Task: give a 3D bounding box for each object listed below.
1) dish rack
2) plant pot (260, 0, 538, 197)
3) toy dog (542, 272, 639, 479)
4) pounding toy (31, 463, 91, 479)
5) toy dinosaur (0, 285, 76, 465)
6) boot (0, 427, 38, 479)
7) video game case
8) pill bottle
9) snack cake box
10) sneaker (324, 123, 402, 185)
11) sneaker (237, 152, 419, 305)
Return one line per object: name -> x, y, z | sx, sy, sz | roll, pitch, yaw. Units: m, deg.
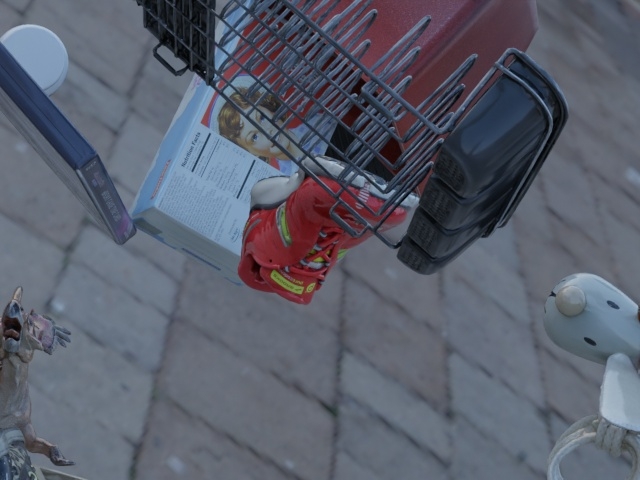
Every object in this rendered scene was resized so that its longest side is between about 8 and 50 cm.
dish rack -> -0.002, -0.101, 0.872 | 0.271, 0.074, 0.208 | 41, -18, 9
plant pot -> 0.092, -0.255, 1.710 | 0.267, 0.236, 0.267 | 46, -6, 23
toy dog -> 0.313, 0.109, 1.239 | 0.161, 0.334, 0.220 | 39, 59, -55
pounding toy -> -0.320, 0.335, 1.843 | 0.141, 0.100, 0.130 | 21, 3, -22
toy dinosaur -> -0.386, 0.166, 1.814 | 0.127, 0.296, 0.200 | 8, 77, -41
boot -> -0.276, 0.261, 1.381 | 0.178, 0.085, 0.236 | 65, -11, 5
video game case -> -0.230, -0.099, 1.235 | 0.196, 0.026, 0.274 | 48, -9, 8
pill bottle -> -0.301, -0.183, 1.602 | 0.078, 0.078, 0.137 | 35, -6, -12
snack cake box -> -0.081, -0.104, 1.652 | 0.152, 0.089, 0.264 | 31, 69, -19
sneaker -> 0.004, -0.154, 1.950 | 0.330, 0.122, 0.146 | 7, 38, 23
sneaker -> 0.000, 0.000, 1.399 | 0.107, 0.118, 0.279 | 22, -16, -16
